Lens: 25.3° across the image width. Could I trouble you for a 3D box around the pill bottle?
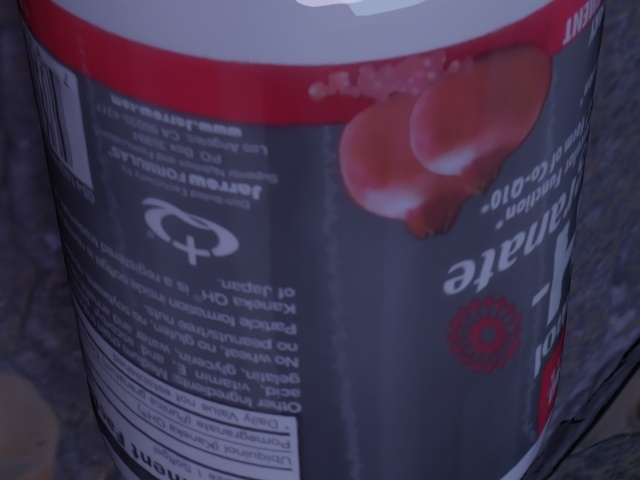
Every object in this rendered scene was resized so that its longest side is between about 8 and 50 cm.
[{"bbox_3d":[0.000,0.000,0.498,0.176,0.176,0.318,-22,135,-22],"label":"pill bottle"}]
